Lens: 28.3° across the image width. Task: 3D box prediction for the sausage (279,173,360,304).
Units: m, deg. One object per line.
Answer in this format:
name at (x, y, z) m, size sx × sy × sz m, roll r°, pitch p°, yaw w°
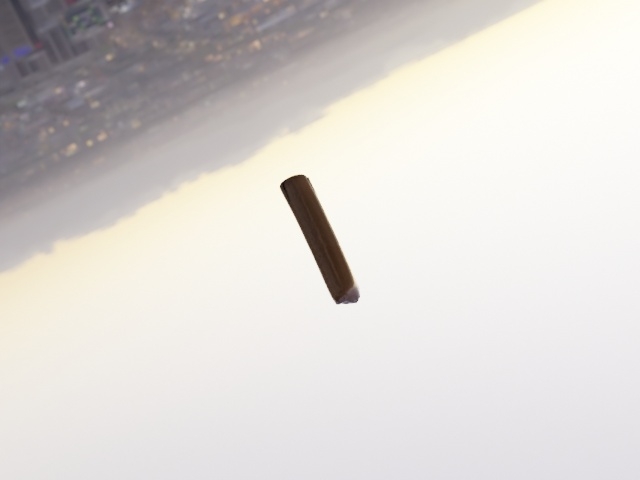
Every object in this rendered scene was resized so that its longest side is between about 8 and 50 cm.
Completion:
sausage at (0.000, 0.000, 0.978) m, size 0.026 × 0.116 × 0.026 m, roll -20°, pitch 154°, yaw -10°
